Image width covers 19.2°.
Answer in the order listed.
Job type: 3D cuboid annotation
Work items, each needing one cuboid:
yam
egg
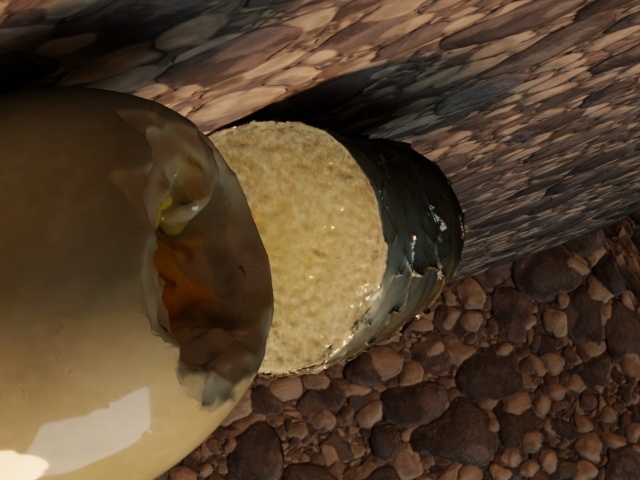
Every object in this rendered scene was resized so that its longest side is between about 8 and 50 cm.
[{"bbox_3d":[0.000,0.000,1.747,0.241,0.241,0.348,-23,174,18],"label":"yam"},{"bbox_3d":[-0.210,0.052,1.229,0.336,0.278,0.278,-19,174,19],"label":"egg"}]
